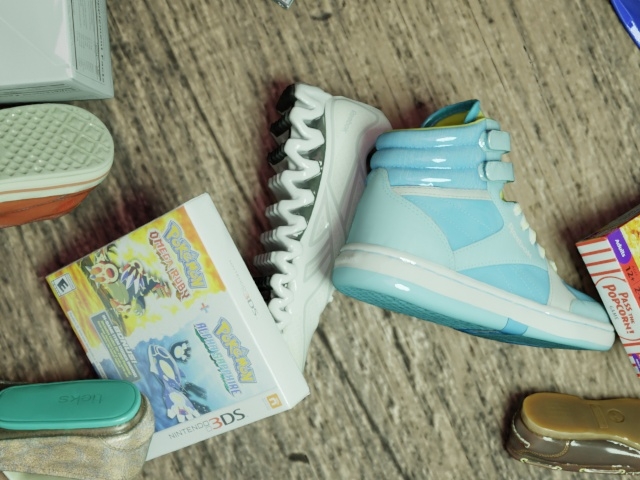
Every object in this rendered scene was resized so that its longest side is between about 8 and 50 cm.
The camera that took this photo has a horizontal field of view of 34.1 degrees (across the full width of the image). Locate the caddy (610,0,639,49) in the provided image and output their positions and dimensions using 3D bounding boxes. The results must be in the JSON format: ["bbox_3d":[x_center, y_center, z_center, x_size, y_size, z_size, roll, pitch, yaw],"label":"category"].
[{"bbox_3d":[0.430,-0.210,0.977,0.179,0.241,0.341,-37,95,-1],"label":"caddy"}]

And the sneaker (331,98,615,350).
[{"bbox_3d":[0.171,-0.014,0.984,0.319,0.127,0.208,18,78,-32],"label":"sneaker"}]

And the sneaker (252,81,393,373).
[{"bbox_3d":[0.000,0.000,0.998,0.118,0.110,0.292,9,90,-16],"label":"sneaker"}]

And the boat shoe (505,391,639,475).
[{"bbox_3d":[0.290,0.202,1.055,0.207,0.073,0.073,10,127,-4],"label":"boat shoe"}]

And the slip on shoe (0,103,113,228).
[{"bbox_3d":[-0.341,-0.049,0.894,0.331,0.101,0.123,-9,60,-36],"label":"slip on shoe"}]

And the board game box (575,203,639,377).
[{"bbox_3d":[0.357,0.026,1.032,0.193,0.045,0.146,-29,95,-30],"label":"board game box"}]

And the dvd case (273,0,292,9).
[{"bbox_3d":[-0.061,-0.296,1.027,0.119,0.013,0.087,31,87,-8],"label":"dvd case"}]

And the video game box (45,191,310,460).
[{"bbox_3d":[-0.134,0.085,0.959,0.187,0.048,0.205,-25,94,28],"label":"video game box"}]

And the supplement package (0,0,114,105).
[{"bbox_3d":[-0.331,-0.221,0.907,0.262,0.145,0.204,-4,91,3],"label":"supplement package"}]

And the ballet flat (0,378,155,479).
[{"bbox_3d":[-0.309,0.181,0.955,0.316,0.107,0.106,5,125,5],"label":"ballet flat"}]
